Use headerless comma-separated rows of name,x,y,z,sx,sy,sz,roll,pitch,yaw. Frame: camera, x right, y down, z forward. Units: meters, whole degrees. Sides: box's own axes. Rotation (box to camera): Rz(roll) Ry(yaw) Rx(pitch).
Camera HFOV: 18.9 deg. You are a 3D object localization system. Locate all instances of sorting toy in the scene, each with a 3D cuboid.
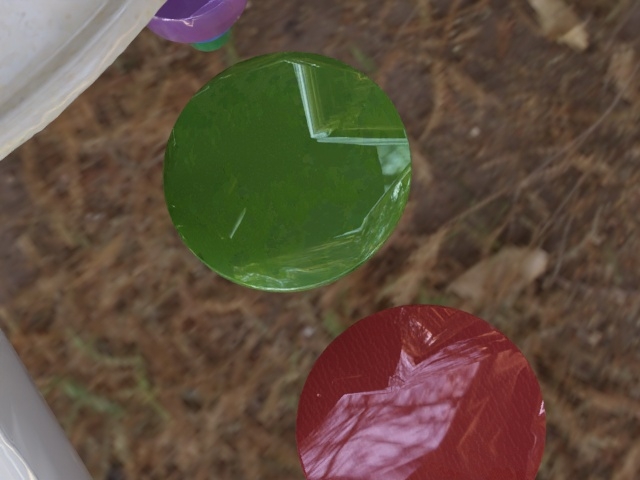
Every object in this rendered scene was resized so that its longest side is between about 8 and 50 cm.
sorting toy,0.000,0.000,1.014,0.127,0.126,0.365,-27,73,-1

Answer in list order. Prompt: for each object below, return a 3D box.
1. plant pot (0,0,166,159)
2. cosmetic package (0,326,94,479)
plant pot,-0.234,-0.210,0.668,0.334,0.334,0.305,-19,134,22
cosmetic package,-0.308,0.146,0.888,0.377,0.097,0.284,-20,139,0
